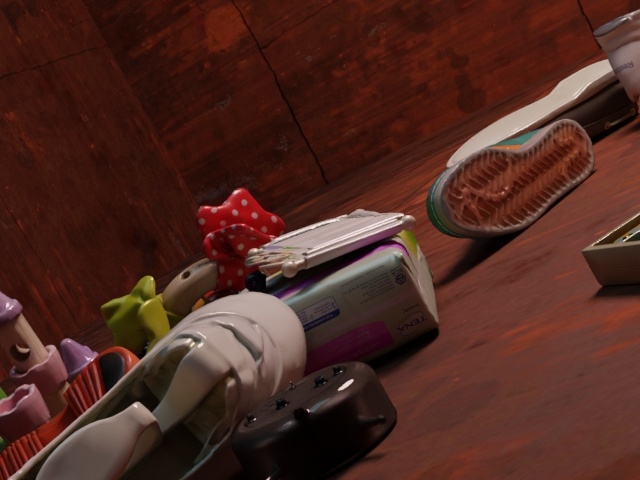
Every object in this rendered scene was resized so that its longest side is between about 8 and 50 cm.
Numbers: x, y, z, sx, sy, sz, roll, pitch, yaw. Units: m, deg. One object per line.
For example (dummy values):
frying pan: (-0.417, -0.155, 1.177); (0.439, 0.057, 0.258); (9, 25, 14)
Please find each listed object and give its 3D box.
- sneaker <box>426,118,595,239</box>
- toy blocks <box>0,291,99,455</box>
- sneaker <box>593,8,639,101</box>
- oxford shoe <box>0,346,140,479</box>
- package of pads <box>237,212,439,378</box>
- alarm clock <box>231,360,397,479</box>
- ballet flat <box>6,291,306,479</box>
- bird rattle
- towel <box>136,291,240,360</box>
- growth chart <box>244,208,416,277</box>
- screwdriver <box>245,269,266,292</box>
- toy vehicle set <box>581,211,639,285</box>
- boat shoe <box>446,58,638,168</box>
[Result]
sneaker: (0.212, -0.061, 1.583); (0.302, 0.108, 0.121); (-23, -1, -44)
toy blocks: (-0.445, 0.178, 1.608); (0.288, 0.260, 0.309); (-28, 17, 14)
sneaker: (0.511, -0.260, 1.840); (0.297, 0.129, 0.111); (-11, -7, -31)
oxford shoe: (-0.258, 0.237, 1.348); (0.271, 0.098, 0.097); (-45, 40, 7)
package of pads: (0.004, 0.076, 1.378); (0.229, 0.101, 0.296); (-27, 5, 8)
alarm clock: (-0.009, 0.145, 1.055); (0.129, 0.064, 0.192); (-29, 3, -3)
ballet flat: (-0.132, 0.155, 1.072); (0.400, 0.139, 0.139); (-41, 12, -36)
bird rattle: (-0.133, 0.072, 1.587); (0.253, 0.207, 0.143); (-45, 43, -13)
towel: (-0.177, 0.132, 2.135); (0.243, 0.040, 0.336); (-30, 8, -30)
growth chart: (0.000, 0.000, 1.364); (0.172, 0.021, 0.237); (-20, 7, -12)
screwdriver: (-0.069, 0.038, 1.418); (0.024, 0.025, 0.170); (-27, 6, 1)
toy vehicle set: (0.358, -0.046, 1.047); (0.267, 0.035, 0.166); (-31, 6, -19)
boat shoe: (0.327, -0.156, 1.884); (0.305, 0.091, 0.109); (-31, 18, -8)
